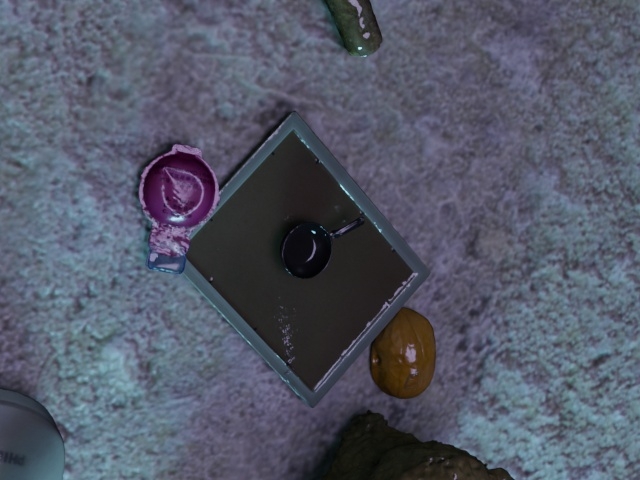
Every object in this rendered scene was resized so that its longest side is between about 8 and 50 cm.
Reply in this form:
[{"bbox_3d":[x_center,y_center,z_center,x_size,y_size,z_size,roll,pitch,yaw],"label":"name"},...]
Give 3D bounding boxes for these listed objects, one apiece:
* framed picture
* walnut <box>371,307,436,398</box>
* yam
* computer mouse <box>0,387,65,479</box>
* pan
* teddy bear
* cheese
[{"bbox_3d":[-0.024,0.025,1.877,0.232,0.019,0.296,-47,119,-12],"label":"framed picture"},{"bbox_3d":[0.113,0.146,1.965,0.091,0.052,0.121,-12,110,-30],"label":"walnut"},{"bbox_3d":[0.006,-0.337,1.780,0.061,0.061,0.274,-34,117,-19],"label":"yam"},{"bbox_3d":[-0.388,0.316,1.699,0.197,0.095,0.331,13,95,-27],"label":"computer mouse"},{"bbox_3d":[0.000,0.000,1.857,0.115,0.023,0.068,-28,113,-19],"label":"pan"},{"bbox_3d":[0.107,0.304,1.886,0.267,0.256,0.156,-17,106,-26],"label":"teddy bear"},{"bbox_3d":[-0.161,-0.035,1.762,0.095,0.038,0.145,11,92,-17],"label":"cheese"}]
